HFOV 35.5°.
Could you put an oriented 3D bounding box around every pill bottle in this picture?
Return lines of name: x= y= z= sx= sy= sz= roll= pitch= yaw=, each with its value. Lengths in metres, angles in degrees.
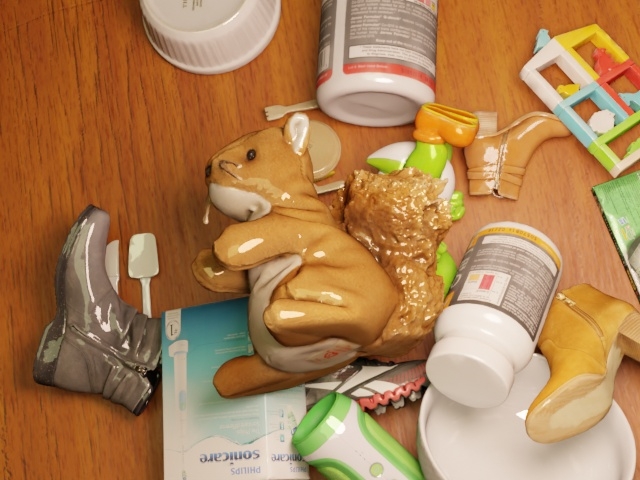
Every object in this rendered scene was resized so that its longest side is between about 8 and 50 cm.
pill bottle: x=0.105 y=-0.403 z=1.774 sx=0.210 sy=0.210 sz=0.363 roll=2 pitch=77 yaw=8
pill bottle: x=0.273 y=0.115 z=1.576 sx=0.162 sy=0.162 sz=0.278 roll=22 pitch=52 yaw=12

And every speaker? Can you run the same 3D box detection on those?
speaker: x=0.098 y=0.376 z=1.582 sx=0.296 sy=0.131 sz=0.131 roll=43 pitch=85 yaw=-8

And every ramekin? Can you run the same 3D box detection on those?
ramekin: x=-0.215 y=-0.458 z=1.873 sx=0.272 sy=0.127 sz=0.273 roll=-2 pitch=76 yaw=7

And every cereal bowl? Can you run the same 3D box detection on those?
cereal bowl: x=0.309 y=0.339 z=1.561 sx=0.339 sy=0.141 sz=0.339 roll=4 pitch=40 yaw=-3

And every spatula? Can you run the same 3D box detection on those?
spatula: x=-0.370 y=0.112 z=1.809 sx=0.168 sy=0.019 sz=0.242 roll=-7 pitch=75 yaw=5

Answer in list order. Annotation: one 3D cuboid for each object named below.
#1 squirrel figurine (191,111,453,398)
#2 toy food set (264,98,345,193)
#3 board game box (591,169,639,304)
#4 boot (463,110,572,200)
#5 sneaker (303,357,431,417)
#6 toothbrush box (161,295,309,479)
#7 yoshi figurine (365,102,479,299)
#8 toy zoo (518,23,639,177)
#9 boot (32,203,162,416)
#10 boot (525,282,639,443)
squirrel figurine: x=0.000 y=0.000 z=1.522 sx=0.397 sy=0.281 sz=0.370 roll=-6 pitch=63 yaw=-19
toy food set: x=-0.028 y=-0.162 z=1.827 sx=0.132 sy=0.038 sz=0.192 roll=-11 pitch=70 yaw=-3
board game box: x=0.576 y=0.004 z=1.707 sx=0.136 sy=0.030 sz=0.260 roll=-20 pitch=75 yaw=5
boot: x=0.351 y=-0.146 z=1.759 sx=0.197 sy=0.073 sz=0.152 roll=1 pitch=84 yaw=6
sneaker: x=0.068 y=0.234 z=1.679 sx=0.276 sy=0.097 sz=0.135 roll=-18 pitch=77 yaw=4
toothbrush box: x=-0.143 y=0.254 z=1.651 sx=0.216 sy=0.126 sz=0.296 roll=-13 pitch=72 yaw=31
yoshi figurine: x=0.187 y=-0.035 z=1.674 sx=0.203 sy=0.203 sz=0.362 roll=41 pitch=117 yaw=53
toy zoo: x=0.482 y=-0.265 z=1.749 sx=0.192 sy=0.030 sz=0.293 roll=-31 pitch=73 yaw=-24
boot: x=-0.353 y=0.121 z=1.753 sx=0.222 sy=0.118 sz=0.338 roll=13 pitch=92 yaw=6
boot: x=0.383 y=0.186 z=1.584 sx=0.295 sy=0.104 sz=0.211 roll=-32 pitch=32 yaw=-18
